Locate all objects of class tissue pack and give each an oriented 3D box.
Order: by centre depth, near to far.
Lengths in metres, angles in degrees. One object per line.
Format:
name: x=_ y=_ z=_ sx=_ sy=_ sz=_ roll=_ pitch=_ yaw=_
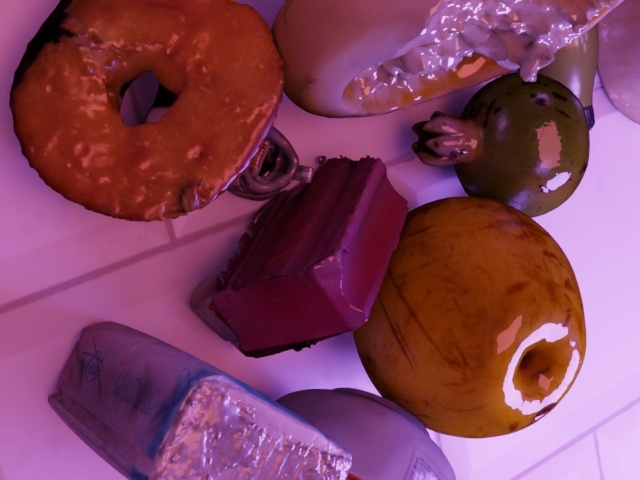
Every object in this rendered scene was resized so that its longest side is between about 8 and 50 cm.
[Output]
tissue pack: x=-0.121 y=0.182 z=0.910 sx=0.201 sy=0.271 sz=0.124 roll=39 pitch=74 yaw=-31

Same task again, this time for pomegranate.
pomegranate: x=0.222 y=-0.107 z=1.166 sx=0.210 sy=0.179 sz=0.179 roll=-18 pitch=109 yaw=2

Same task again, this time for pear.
pear: x=0.170 y=0.091 z=1.092 sx=0.281 sy=0.281 sz=0.280 roll=-5 pitch=99 yaw=-33

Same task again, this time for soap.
soap: x=0.000 y=0.000 z=1.029 sx=0.099 sy=0.162 sz=0.250 roll=54 pitch=37 yaw=-22

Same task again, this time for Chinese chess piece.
Chinese chess piece: x=0.511 y=-0.286 z=1.367 sx=0.257 sy=0.104 sz=0.257 roll=-5 pitch=99 yaw=-32

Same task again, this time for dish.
dish: x=0.042 y=0.247 z=1.059 sx=0.256 sy=0.256 sz=0.117 roll=46 pitch=56 yaw=-29

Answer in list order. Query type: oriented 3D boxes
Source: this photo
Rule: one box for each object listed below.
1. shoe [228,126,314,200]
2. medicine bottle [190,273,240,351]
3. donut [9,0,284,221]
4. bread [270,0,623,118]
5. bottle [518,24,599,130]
shoe: x=-0.093 y=-0.092 z=1.000 sx=0.180 sy=0.092 sz=0.089 roll=23 pitch=83 yaw=-33
medicine bottle: x=-0.097 y=0.082 z=1.044 sx=0.052 sy=0.052 sz=0.089 roll=-51 pitch=119 yaw=-18
donut: x=-0.160 y=-0.135 z=0.894 sx=0.253 sy=0.118 sz=0.253 roll=0 pitch=85 yaw=-4
bread: x=0.136 y=-0.272 z=0.983 sx=0.424 sy=0.329 sz=0.245 roll=-18 pitch=99 yaw=-34
bottle: x=0.299 y=-0.263 z=1.225 sx=0.112 sy=0.112 sz=0.260 roll=-23 pitch=109 yaw=-29
